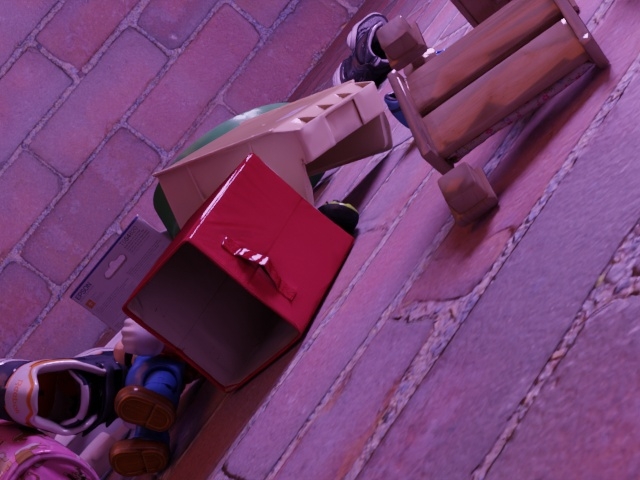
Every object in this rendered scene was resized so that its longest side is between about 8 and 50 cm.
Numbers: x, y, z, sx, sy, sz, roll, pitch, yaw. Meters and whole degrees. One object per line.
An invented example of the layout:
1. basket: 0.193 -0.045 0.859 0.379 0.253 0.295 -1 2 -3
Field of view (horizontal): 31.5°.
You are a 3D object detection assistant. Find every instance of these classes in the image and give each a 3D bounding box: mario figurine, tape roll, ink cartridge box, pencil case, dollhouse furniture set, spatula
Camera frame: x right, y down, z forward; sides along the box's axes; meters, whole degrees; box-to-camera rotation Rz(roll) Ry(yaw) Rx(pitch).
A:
1. mario figurine: -0.259 0.199 1.625 0.198 0.170 0.320 -42 14 15
2. tape roll: -0.133 -0.106 1.976 0.321 0.077 0.321 -29 -18 -11
3. ink cartridge box: -0.306 0.090 2.077 0.223 0.224 0.045 -47 11 20
4. pencil case: -0.466 0.350 1.705 0.386 0.160 0.167 11 86 55
5. dollhouse furniture set: 0.244 -0.191 1.177 0.303 0.174 0.356 -34 44 19
6. spatula: -0.350 0.263 1.874 0.242 0.168 0.019 -45 -19 -18

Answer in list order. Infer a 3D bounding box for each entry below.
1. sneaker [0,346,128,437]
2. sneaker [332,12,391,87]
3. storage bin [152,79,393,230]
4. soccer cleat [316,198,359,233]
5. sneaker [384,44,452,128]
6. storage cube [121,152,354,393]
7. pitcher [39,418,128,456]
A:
1. sneaker: -0.354 0.232 1.715 0.127 0.321 0.126 6 93 37
2. sneaker: 0.122 -0.406 2.345 0.153 0.101 0.269 -40 21 46
3. storage bin: -0.059 -0.116 1.647 0.260 0.123 0.262 -16 13 34
4. soccer cleat: 0.000 0.000 1.547 0.179 0.060 0.072 -37 34 59
5. sneaker: 0.167 -0.230 1.537 0.209 0.082 0.069 -41 12 38
6. storage cube: -0.101 0.042 1.452 0.215 0.183 0.193 -43 11 43
7. pitcher: -0.427 0.329 1.926 0.207 0.177 0.125 -59 -28 -26
